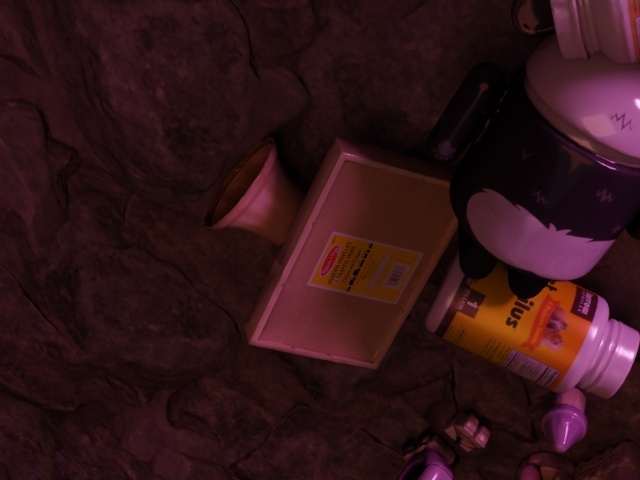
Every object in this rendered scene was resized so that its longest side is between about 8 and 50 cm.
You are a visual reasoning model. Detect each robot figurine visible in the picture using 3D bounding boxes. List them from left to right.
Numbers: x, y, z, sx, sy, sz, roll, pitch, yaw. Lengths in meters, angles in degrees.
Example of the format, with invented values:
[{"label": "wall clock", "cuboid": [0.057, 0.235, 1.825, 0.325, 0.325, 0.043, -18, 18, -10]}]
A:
[{"label": "robot figurine", "cuboid": [0.233, -0.075, 0.963, 0.173, 0.209, 0.278, 54, 133, 30]}]

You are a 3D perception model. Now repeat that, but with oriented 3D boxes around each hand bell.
[{"label": "hand bell", "cuboid": [0.000, 0.000, 1.157, 0.242, 0.126, 0.126, 35, 127, -18]}]

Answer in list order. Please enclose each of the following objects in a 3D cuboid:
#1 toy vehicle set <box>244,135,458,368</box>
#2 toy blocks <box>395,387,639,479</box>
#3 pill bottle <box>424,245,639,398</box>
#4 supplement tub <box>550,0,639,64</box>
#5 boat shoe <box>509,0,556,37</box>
[{"label": "toy vehicle set", "cuboid": [0.041, 0.023, 1.111, 0.166, 0.035, 0.267, 15, 120, -22]}, {"label": "toy blocks", "cuboid": [0.258, 0.372, 1.167, 0.309, 0.260, 0.288, 45, 125, -9]}, {"label": "pill bottle", "cuboid": [0.231, 0.090, 1.093, 0.215, 0.117, 0.117, 25, 126, 5]}, {"label": "supplement tub", "cuboid": [0.287, -0.219, 0.789, 0.200, 0.144, 0.144, -6, 117, 21]}, {"label": "boat shoe", "cuboid": [0.253, -0.251, 0.909, 0.206, 0.065, 0.075, -33, 104, 33]}]
